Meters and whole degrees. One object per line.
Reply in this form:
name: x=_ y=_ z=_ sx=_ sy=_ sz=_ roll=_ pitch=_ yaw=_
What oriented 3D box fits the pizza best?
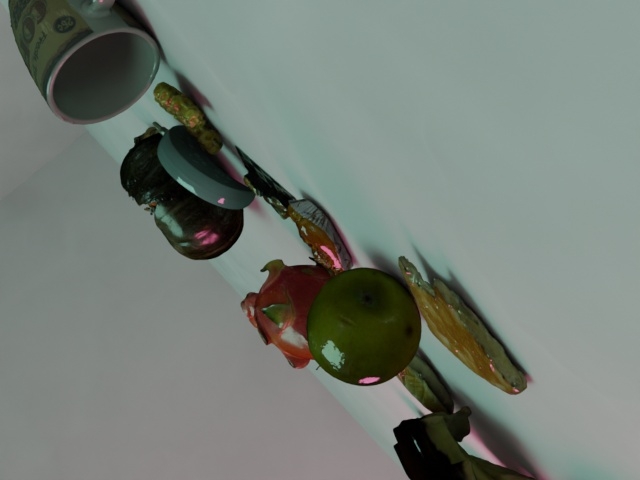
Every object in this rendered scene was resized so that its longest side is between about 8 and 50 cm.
pizza: x=0.191 y=0.115 z=1.223 sx=0.262 sy=0.034 sz=0.181 roll=53 pitch=168 yaw=-23

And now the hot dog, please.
hot dog: x=0.000 y=0.000 z=1.520 sx=0.108 sy=0.059 sz=0.191 roll=44 pitch=171 yaw=45

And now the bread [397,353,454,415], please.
bread: x=0.201 y=0.273 z=1.679 sx=0.073 sy=0.053 sz=0.214 roll=-8 pitch=132 yaw=43

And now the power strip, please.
power strip: x=-0.252 y=-0.161 z=1.741 sx=0.253 sy=0.054 sz=0.168 roll=47 pitch=-157 yaw=23

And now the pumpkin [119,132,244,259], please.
pumpkin: x=-0.305 y=-0.102 z=1.941 sx=0.320 sy=0.192 sz=0.320 roll=53 pitch=180 yaw=0

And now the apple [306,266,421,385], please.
apple: x=0.070 y=0.135 z=1.379 sx=0.196 sy=0.196 sz=0.156 roll=42 pitch=148 yaw=29

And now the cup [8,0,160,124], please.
cup: x=-0.449 y=-0.402 z=1.550 sx=0.257 sy=0.227 sz=0.301 roll=49 pitch=141 yaw=19

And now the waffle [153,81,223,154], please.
waffle: x=-0.254 y=-0.242 z=1.661 sx=0.149 sy=0.051 sz=0.194 roll=40 pitch=174 yaw=6

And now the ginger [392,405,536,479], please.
ginger: x=0.303 y=0.467 z=1.688 sx=0.358 sy=0.211 sz=0.413 roll=56 pitch=167 yaw=40

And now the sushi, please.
sushi: x=-0.106 y=-0.091 z=1.674 sx=0.201 sy=0.031 sz=0.139 roll=42 pitch=168 yaw=30

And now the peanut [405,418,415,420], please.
peanut: x=0.302 y=0.587 z=2.170 sx=0.313 sy=0.149 sz=0.149 roll=52 pitch=169 yaw=-6

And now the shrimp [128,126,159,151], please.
shrimp: x=-0.430 y=-0.236 z=2.366 sx=0.178 sy=0.075 sz=0.289 roll=49 pitch=156 yaw=-16

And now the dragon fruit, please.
dragon fruit: x=-0.034 y=0.145 z=1.754 sx=0.227 sy=0.224 sz=0.224 roll=33 pitch=162 yaw=36
